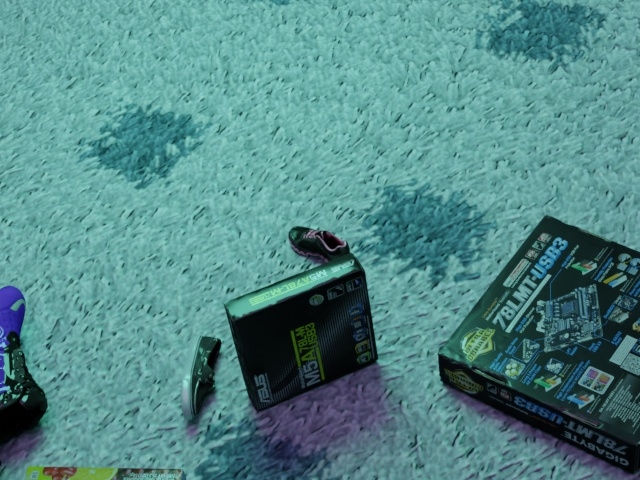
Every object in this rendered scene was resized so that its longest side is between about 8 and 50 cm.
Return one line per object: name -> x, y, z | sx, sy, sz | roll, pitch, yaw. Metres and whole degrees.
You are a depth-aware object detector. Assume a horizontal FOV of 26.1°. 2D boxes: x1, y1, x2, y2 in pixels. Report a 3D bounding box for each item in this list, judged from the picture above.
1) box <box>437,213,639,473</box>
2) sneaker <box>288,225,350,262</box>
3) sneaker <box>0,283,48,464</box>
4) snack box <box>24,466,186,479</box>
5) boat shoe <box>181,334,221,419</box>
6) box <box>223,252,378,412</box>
box -> 0.355, 0.127, 1.837 | 0.293, 0.073, 0.295 | 23, 54, 29
sneaker -> 0.000, 0.000, 2.030 | 0.119, 0.057, 0.047 | 26, 57, 31
sneaker -> -0.434, 0.195, 1.893 | 0.146, 0.102, 0.293 | 8, 53, 11
snack box -> -0.276, 0.369, 1.709 | 0.207, 0.070, 0.174 | -1, 47, 11
boat shoe -> -0.163, 0.183, 1.886 | 0.040, 0.049, 0.142 | -2, 44, 7
box -> -0.022, 0.122, 1.821 | 0.184, 0.190, 0.045 | -22, 46, -13
